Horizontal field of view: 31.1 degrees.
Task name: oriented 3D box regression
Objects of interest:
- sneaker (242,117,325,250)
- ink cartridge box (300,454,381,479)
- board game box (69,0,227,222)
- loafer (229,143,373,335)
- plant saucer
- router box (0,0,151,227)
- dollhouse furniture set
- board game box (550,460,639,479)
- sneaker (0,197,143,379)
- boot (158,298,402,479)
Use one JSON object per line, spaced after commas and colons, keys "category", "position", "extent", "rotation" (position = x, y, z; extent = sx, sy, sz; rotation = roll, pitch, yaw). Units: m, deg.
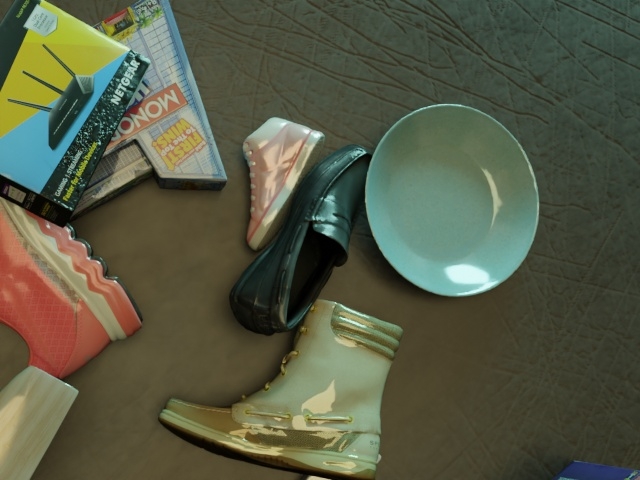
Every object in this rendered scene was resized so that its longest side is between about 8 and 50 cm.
{"category": "sneaker", "position": [-0.055, -0.060, 1.143], "extent": [0.070, 0.051, 0.134], "rotation": [27, 87, 9]}
{"category": "ink cartridge box", "position": [0.016, 0.231, 1.130], "extent": [0.048, 0.028, 0.083], "rotation": [39, 80, -3]}
{"category": "board game box", "position": [-0.185, -0.110, 1.119], "extent": [0.194, 0.060, 0.194], "rotation": [-32, 89, -11]}
{"category": "loafer", "position": [0.000, 0.000, 1.108], "extent": [0.223, 0.078, 0.076], "rotation": [-56, 135, -24]}
{"category": "plant saucer", "position": [0.128, -0.039, 1.164], "extent": [0.195, 0.037, 0.195], "rotation": [2, 83, -20]}
{"category": "router box", "position": [-0.246, -0.117, 1.018], "extent": [0.133, 0.046, 0.179], "rotation": [28, 58, -13]}
{"category": "dollhouse furniture set", "position": [-0.402, 0.163, 0.950], "extent": [0.303, 0.198, 0.286], "rotation": [31, 69, -10]}
{"category": "board game box", "position": [0.231, 0.272, 1.089], "extent": [0.141, 0.170, 0.048], "rotation": [-37, 89, -12]}
{"category": "sneaker", "position": [-0.310, 0.000, 1.059], "extent": [0.136, 0.116, 0.314], "rotation": [-43, 92, -9]}
{"category": "boot", "position": [-0.036, 0.134, 1.108], "extent": [0.213, 0.077, 0.165], "rotation": [11, 74, 6]}
